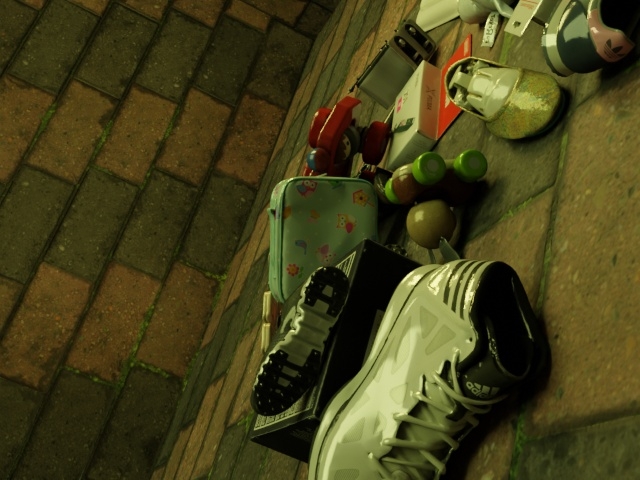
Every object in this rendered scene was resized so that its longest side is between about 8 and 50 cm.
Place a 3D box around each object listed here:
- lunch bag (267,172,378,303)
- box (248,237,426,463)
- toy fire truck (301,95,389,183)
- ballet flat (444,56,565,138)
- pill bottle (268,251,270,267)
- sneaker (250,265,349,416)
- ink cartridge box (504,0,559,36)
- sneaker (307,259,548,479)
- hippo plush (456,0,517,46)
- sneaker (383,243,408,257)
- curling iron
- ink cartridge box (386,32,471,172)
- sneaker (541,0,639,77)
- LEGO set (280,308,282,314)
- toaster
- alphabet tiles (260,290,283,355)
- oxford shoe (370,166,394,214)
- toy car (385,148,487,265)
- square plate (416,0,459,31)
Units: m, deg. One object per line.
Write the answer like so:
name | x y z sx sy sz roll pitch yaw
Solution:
lunch bag | 0.000 0.000 1.623 0.108 0.224 0.279 -173 85 -79
box | 0.048 0.198 1.290 0.294 0.183 0.296 -38 30 60
toy fire truck | 0.030 -0.156 1.780 0.254 0.169 0.302 -51 -25 -58
ballet flat | 0.285 -0.247 1.325 0.123 0.123 0.348 -62 14 12
pill bottle | -0.076 0.059 2.158 0.121 0.121 0.221 -65 13 -1
sneaker | -0.034 0.146 1.162 0.234 0.078 0.106 -64 11 -8
ink cartridge box | 0.390 -0.414 1.327 0.181 0.062 0.104 -61 13 17
sneaker | 0.127 0.211 0.991 0.447 0.169 0.257 -67 11 -17
hippo plush | 0.284 -0.562 1.621 0.234 0.237 0.294 -33 34 66
sneaker | 0.089 0.109 1.534 0.237 0.085 0.086 -56 -19 5
curling iron | 0.157 -0.252 2.015 0.068 0.035 0.274 16 76 55
ink cartridge box | 0.238 -0.306 1.738 0.239 0.060 0.275 -54 17 43
sneaker | 0.421 -0.374 1.102 0.131 0.112 0.319 3 70 58
LEGO set | -0.025 0.224 1.698 0.093 0.087 0.227 -66 -23 -58
toaster | 0.182 -0.427 1.956 0.185 0.110 0.168 -48 3 44
alphabet tiles | -0.086 0.220 1.742 0.284 0.021 0.278 67 -159 -64
oxford shoe | 0.140 -0.094 1.703 0.227 0.083 0.096 -70 5 -80
toy car | 0.202 -0.039 1.337 0.155 0.149 0.188 143 121 -70
square plate | 0.359 -0.709 2.012 0.344 0.049 0.347 -65 13 0
